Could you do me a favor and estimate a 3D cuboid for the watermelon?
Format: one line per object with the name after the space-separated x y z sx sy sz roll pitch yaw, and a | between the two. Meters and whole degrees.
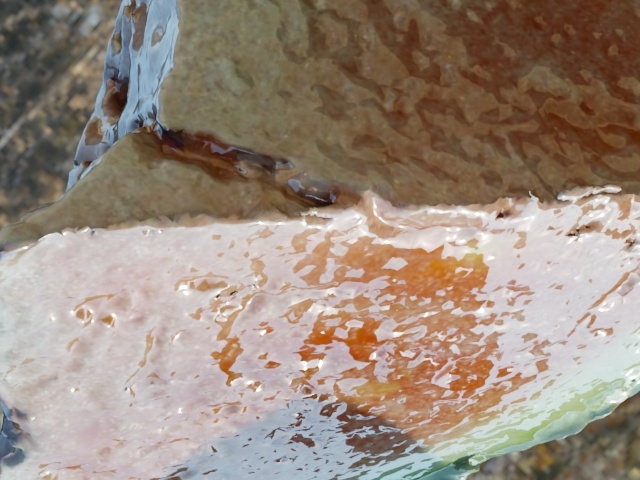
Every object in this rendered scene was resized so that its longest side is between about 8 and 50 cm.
0.000 0.000 0.465 0.232 0.310 0.193 45 -138 -33 | watermelon
